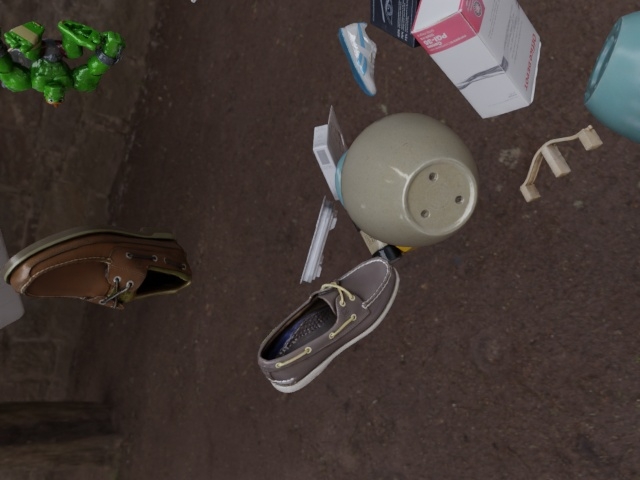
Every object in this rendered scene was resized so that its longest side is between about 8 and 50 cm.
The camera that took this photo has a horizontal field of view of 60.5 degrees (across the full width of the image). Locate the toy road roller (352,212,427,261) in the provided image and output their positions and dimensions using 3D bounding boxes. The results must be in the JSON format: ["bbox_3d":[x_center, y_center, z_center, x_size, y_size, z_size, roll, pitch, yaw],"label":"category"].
[{"bbox_3d":[0.290,-0.065,1.827,0.329,0.240,0.202,-39,72,38],"label":"toy road roller"}]

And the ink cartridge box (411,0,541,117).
[{"bbox_3d":[0.329,-0.421,1.129,0.117,0.283,0.207,-9,55,45],"label":"ink cartridge box"}]

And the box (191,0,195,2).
[{"bbox_3d":[-0.325,-0.528,0.890,0.079,0.322,0.257,-52,26,19],"label":"box"}]

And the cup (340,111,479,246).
[{"bbox_3d":[0.231,-0.122,1.260,0.237,0.331,0.331,-126,53,-72],"label":"cup"}]

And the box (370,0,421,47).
[{"bbox_3d":[0.237,-0.651,1.513,0.207,0.108,0.153,49,156,36],"label":"box"}]

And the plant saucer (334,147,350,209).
[{"bbox_3d":[0.205,-0.230,2.167,0.043,0.317,0.318,-9,73,63],"label":"plant saucer"}]

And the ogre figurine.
[{"bbox_3d":[-0.407,-0.274,0.838,0.097,0.197,0.118,51,143,11],"label":"ogre figurine"}]

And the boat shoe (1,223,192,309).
[{"bbox_3d":[-0.310,0.045,0.831,0.111,0.307,0.104,-43,75,27],"label":"boat shoe"}]

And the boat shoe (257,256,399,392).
[{"bbox_3d":[0.020,0.138,1.019,0.324,0.097,0.116,-41,48,-14],"label":"boat shoe"}]

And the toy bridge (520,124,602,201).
[{"bbox_3d":[0.407,-0.140,0.953,0.188,0.026,0.063,119,135,-59],"label":"toy bridge"}]

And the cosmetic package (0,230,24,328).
[{"bbox_3d":[-1.002,0.064,1.315,0.327,0.329,0.394,7,115,21],"label":"cosmetic package"}]

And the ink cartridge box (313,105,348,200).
[{"bbox_3d":[0.053,-0.359,2.272,0.066,0.296,0.261,-9,48,16],"label":"ink cartridge box"}]

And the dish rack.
[{"bbox_3d":[0.000,0.000,2.181,0.285,0.072,0.333,-80,7,-78],"label":"dish rack"}]

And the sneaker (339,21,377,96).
[{"bbox_3d":[0.138,-0.566,1.715,0.087,0.092,0.229,-130,18,-79],"label":"sneaker"}]

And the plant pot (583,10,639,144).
[{"bbox_3d":[0.689,-0.334,1.114,0.235,0.293,0.293,20,101,11],"label":"plant pot"}]

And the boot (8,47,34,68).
[{"bbox_3d":[-0.871,-0.516,1.611,0.198,0.077,0.137,-8,47,17],"label":"boot"}]
